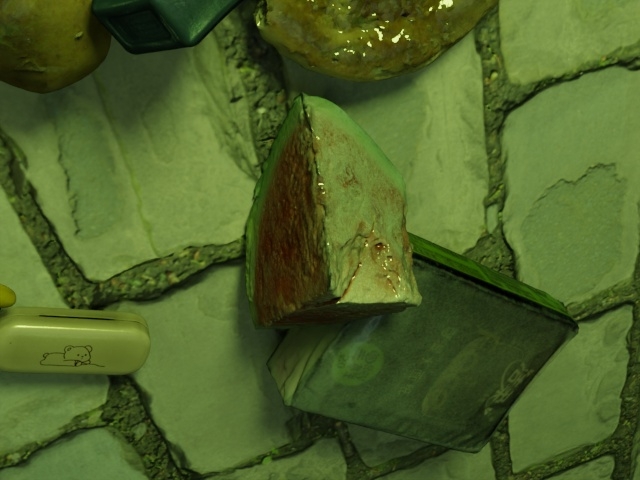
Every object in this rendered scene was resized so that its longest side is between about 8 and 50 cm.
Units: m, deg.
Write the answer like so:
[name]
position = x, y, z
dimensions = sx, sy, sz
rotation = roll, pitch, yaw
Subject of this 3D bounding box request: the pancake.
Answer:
[pancake]
position = 0.068, -0.335, 0.792
dimensions = 0.382, 0.071, 0.382
rotation = -11, 128, -15

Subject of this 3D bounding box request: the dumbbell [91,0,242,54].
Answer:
[dumbbell]
position = -0.186, -0.302, 0.616
dimensions = 0.143, 0.156, 0.316
rotation = -23, 135, 17

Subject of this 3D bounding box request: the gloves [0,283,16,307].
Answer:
[gloves]
position = -0.459, 0.014, 0.833
dimensions = 0.133, 0.116, 0.294
rotation = -10, 143, 20

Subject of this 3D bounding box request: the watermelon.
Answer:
[watermelon]
position = 0.000, 0.000, 0.922
dimensions = 0.193, 0.231, 0.310
rotation = 10, 107, -49

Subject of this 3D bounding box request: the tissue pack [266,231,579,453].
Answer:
[tissue pack]
position = 0.158, 0.155, 1.156
dimensions = 0.394, 0.124, 0.288
rotation = 22, 113, -33

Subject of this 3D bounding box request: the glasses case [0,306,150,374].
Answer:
[glasses case]
position = -0.317, 0.130, 0.991
dimensions = 0.196, 0.050, 0.083
rotation = 5, 125, -25

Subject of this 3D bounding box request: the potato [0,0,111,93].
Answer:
[potato]
position = -0.273, -0.208, 0.712
dimensions = 0.137, 0.137, 0.176
rotation = -43, 131, 12
